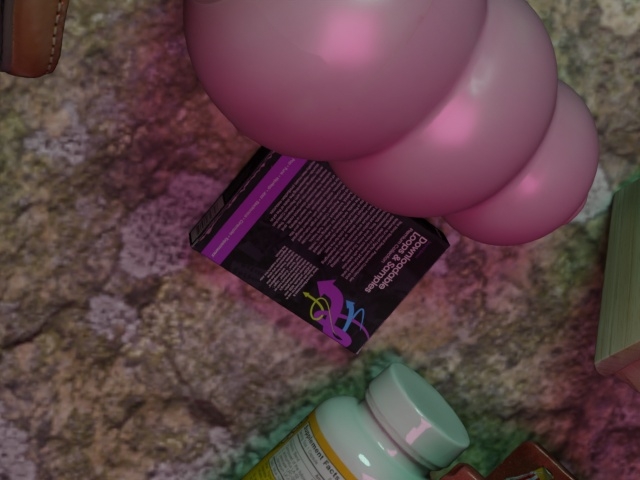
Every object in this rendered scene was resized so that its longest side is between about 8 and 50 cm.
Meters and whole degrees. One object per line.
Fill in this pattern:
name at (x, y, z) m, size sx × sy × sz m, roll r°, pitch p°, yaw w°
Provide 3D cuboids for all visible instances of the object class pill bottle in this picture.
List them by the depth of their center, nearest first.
pill bottle at (0.011, 0.194, 1.536) m, size 0.117 × 0.117 × 0.208 m, roll 40°, pitch 104°, yaw -23°

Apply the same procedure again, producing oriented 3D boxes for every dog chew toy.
dog chew toy at (0.066, -0.112, 1.360) m, size 0.332 × 0.206 × 0.206 m, roll 36°, pitch 105°, yaw -31°

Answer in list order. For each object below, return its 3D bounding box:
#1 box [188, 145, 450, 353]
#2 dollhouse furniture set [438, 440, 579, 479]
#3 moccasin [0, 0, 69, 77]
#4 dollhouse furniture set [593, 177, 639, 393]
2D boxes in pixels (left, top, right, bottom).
box at (0.000, 0.000, 1.490) m, size 0.162 × 0.029 × 0.116 m, roll 35°, pitch 106°, yaw -21°
dollhouse furniture set at (0.067, 0.332, 1.528) m, size 0.374 × 0.201 × 0.152 m, roll -47°, pitch 74°, yaw 17°
moccasin at (-0.144, -0.288, 1.260) m, size 0.147 × 0.139 × 0.380 m, roll 8°, pitch 96°, yaw -32°
dollhouse furniture set at (0.427, 0.014, 1.397) m, size 0.256 × 0.362 × 0.394 m, roll 35°, pitch 135°, yaw -24°
